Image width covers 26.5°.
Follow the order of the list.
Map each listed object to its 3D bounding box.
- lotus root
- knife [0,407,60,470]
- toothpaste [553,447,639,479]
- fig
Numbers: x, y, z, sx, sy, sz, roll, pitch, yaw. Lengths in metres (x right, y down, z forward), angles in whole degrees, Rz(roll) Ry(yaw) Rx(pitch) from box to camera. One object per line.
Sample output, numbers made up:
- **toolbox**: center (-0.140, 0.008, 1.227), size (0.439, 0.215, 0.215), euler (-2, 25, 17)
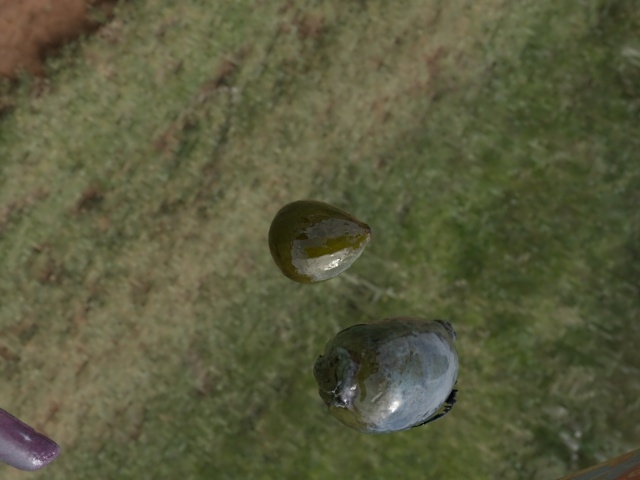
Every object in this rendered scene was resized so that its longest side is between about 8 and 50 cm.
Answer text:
- **lotus root**: center (0.056, 0.092, 0.963), size (0.165, 0.088, 0.088), euler (-5, 121, -58)
- **knife**: center (-0.336, 0.112, 1.136), size (0.123, 0.278, 0.053), euler (-30, -158, 37)
- **toothpaste**: center (0.156, 0.129, 0.644), size (0.070, 0.044, 0.193), euler (-34, 180, -44)
- **fig**: center (0.000, 0.000, 1.146), size (0.074, 0.088, 0.074), euler (-5, 90, -84)
